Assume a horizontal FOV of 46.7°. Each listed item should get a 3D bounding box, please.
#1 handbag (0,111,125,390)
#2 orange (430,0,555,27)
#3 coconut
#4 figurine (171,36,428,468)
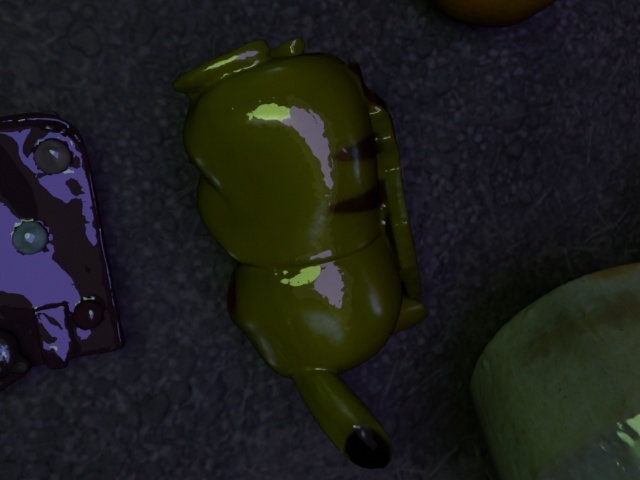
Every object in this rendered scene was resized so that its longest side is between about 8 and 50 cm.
[{"bbox_3d":[-0.274,0.014,0.583,0.203,0.074,0.216,-11,99,-17],"label":"handbag"},{"bbox_3d":[0.159,-0.274,0.668,0.159,0.159,0.136,42,38,-17],"label":"orange"},{"bbox_3d":[0.298,0.171,0.687,0.323,0.323,0.323,-2,96,-18],"label":"coconut"},{"bbox_3d":[-0.002,-0.007,0.630,0.169,0.218,0.326,-3,107,22],"label":"figurine"}]
